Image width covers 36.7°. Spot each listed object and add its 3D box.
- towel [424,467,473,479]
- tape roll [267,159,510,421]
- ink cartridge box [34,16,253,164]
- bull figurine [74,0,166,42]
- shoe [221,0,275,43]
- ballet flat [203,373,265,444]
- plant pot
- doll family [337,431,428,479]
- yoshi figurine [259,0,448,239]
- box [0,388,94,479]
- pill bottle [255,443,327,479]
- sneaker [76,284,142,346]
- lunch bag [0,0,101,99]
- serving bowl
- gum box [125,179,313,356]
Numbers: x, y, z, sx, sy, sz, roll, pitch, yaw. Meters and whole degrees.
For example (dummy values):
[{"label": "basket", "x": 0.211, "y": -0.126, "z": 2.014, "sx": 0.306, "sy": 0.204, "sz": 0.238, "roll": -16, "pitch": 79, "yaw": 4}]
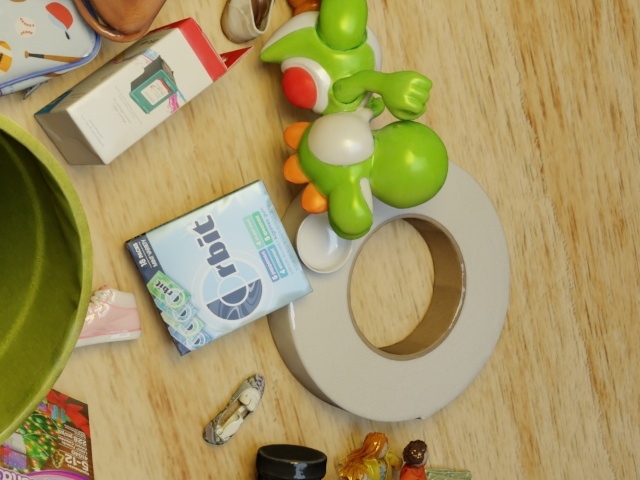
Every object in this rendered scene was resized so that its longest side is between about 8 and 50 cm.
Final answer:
[{"label": "towel", "x": 0.182, "y": 0.421, "z": 1.475, "sx": 0.110, "sy": 0.027, "sz": 0.148, "roll": 15, "pitch": 85, "yaw": -33}, {"label": "tape roll", "x": 0.105, "y": 0.064, "z": 1.371, "sx": 0.392, "sy": 0.072, "sz": 0.392, "roll": -3, "pitch": 95, "yaw": -32}, {"label": "ink cartridge box", "x": -0.204, "y": -0.184, "z": 1.121, "sx": 0.231, "sy": 0.134, "sz": 0.078, "roll": -43, "pitch": 114, "yaw": -22}, {"label": "bull figurine", "x": -0.175, "y": -0.367, "z": 1.027, "sx": 0.188, "sy": 0.101, "sz": 0.310, "roll": 35, "pitch": 80, "yaw": -28}, {"label": "shoe", "x": -0.071, "y": -0.359, "z": 1.230, "sx": 0.077, "sy": 0.058, "sz": 0.219, "roll": 12, "pitch": 88, "yaw": -31}, {"label": "ballet flat", "x": -0.106, "y": 0.226, "z": 1.274, "sx": 0.114, "sy": 0.041, "sz": 0.041, "roll": -48, "pitch": 116, "yaw": -19}, {"label": "plant pot", "x": -0.445, "y": -0.013, "z": 0.830, "sx": 0.366, "sy": 0.353, "sz": 0.366, "roll": -23, "pitch": 129, "yaw": -32}, {"label": "doll family", "x": 0.064, "y": 0.359, "z": 1.321, "sx": 0.263, "sy": 0.118, "sz": 0.163, "roll": -44, "pitch": 139, "yaw": -57}, {"label": "yoshi figurine", "x": 0.066, "y": -0.184, "z": 1.217, "sx": 0.203, "sy": 0.203, "sz": 0.362, "roll": 6, "pitch": 75, "yaw": -56}, {"label": "box", "x": -0.373, "y": 0.200, "z": 1.008, "sx": 0.293, "sy": 0.201, "sz": 0.057, "roll": 33, "pitch": 109, "yaw": -32}, {"label": "pill bottle", "x": -0.049, "y": 0.388, "z": 1.275, "sx": 0.123, "sy": 0.123, "sz": 0.219, "roll": 4, "pitch": 92, "yaw": -32}, {"label": "sneaker", "x": -0.279, "y": 0.089, "z": 1.150, "sx": 0.134, "sy": 0.051, "sz": 0.070, "roll": -5, "pitch": 95, "yaw": -34}, {"label": "lunch bag", "x": -0.372, "y": -0.292, "z": 1.022, "sx": 0.243, "sy": 0.115, "sz": 0.303, "roll": -28, "pitch": 109, "yaw": -32}, {"label": "serving bowl", "x": 0.000, "y": 0.000, "z": 1.244, "sx": 0.083, "sy": 0.027, "sz": 0.083, "roll": -3, "pitch": 95, "yaw": -31}, {"label": "gum box", "x": -0.125, "y": 0.033, "z": 1.202, "sx": 0.184, "sy": 0.041, "sz": 0.157, "roll": -26, "pitch": 99, "yaw": -10}]
